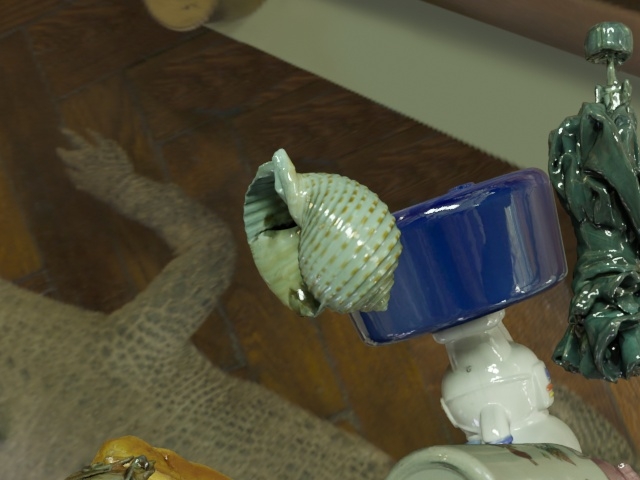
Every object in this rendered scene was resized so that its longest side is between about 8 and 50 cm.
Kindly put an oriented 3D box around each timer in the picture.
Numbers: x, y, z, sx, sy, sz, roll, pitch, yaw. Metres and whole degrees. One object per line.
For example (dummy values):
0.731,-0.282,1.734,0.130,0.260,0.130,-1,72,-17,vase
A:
0.179,0.135,1.398,0.270,0.270,0.383,-19,88,15,timer

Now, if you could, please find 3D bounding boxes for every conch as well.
0.005,0.001,1.101,0.135,0.102,0.153,-45,60,35,conch

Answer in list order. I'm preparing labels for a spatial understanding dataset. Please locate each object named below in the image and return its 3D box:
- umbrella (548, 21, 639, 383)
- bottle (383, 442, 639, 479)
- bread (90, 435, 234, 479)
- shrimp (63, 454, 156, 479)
0.264,-0.039,1.196,0.094,0.143,0.349,6,80,-25,umbrella
0.143,0.193,0.865,0.110,0.233,0.110,-7,79,38,bottle
-0.164,0.363,1.570,0.294,0.132,0.167,26,80,-7,bread
-0.147,0.223,0.906,0.143,0.251,0.052,44,111,-1,shrimp
